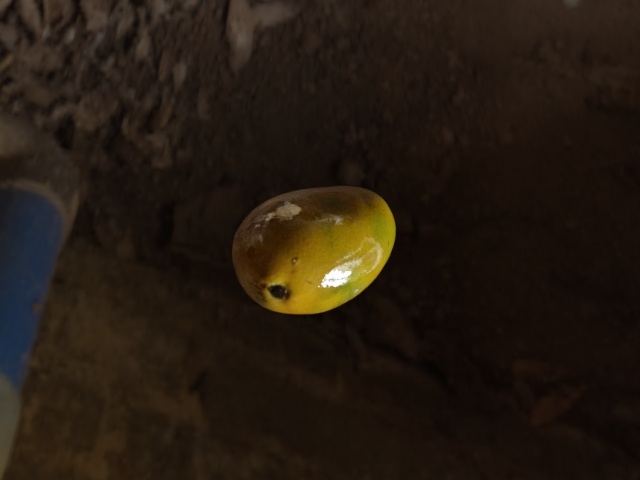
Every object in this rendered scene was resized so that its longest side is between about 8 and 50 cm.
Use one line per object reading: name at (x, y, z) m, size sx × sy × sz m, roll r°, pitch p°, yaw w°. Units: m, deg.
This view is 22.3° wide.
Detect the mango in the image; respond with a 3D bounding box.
mango at (0.001, 0.004, 1.359) m, size 0.163 × 0.111 × 0.089 m, roll -15°, pitch 141°, yaw -30°
